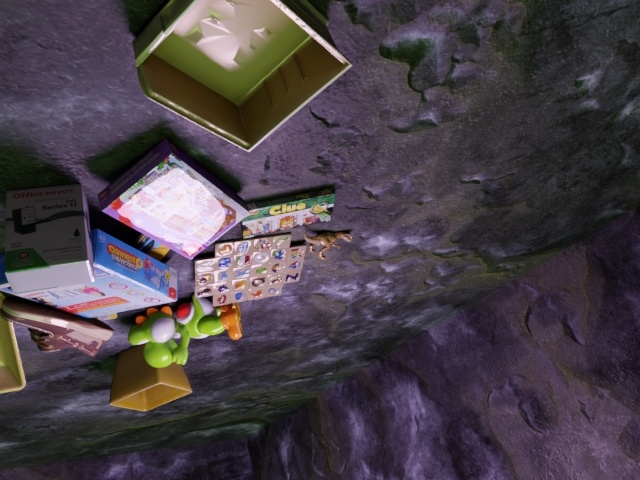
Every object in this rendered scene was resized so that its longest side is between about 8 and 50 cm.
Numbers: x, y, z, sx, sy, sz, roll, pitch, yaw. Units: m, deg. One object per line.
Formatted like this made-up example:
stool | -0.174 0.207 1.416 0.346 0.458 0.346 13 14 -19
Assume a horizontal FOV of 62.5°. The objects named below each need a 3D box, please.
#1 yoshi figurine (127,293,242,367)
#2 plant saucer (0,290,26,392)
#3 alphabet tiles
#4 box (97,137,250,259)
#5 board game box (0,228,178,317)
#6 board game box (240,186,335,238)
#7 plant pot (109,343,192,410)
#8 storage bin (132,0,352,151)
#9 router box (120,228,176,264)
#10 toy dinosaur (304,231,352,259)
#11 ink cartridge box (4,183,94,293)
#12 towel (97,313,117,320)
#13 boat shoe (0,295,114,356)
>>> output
yoshi figurine | -0.440 0.313 1.746 0.361 0.203 0.204 -12 157 -6
plant saucer | -0.968 0.268 1.360 0.332 0.081 0.333 -6 121 -23
alphabet tiles | -0.215 0.093 1.623 0.342 0.011 0.285 -8 138 -20
box | -0.326 -0.083 1.216 0.200 0.057 0.293 -37 145 9
board game box | -0.571 0.096 1.319 0.307 0.086 0.302 -12 154 18
board game box | -0.090 -0.075 1.448 0.259 0.030 0.136 -13 148 -12
plant pot | -0.627 0.487 1.930 0.212 0.187 0.212 -23 151 9
storage bin | -0.135 -0.318 0.903 0.262 0.123 0.260 -34 148 25
router box | -0.435 0.009 1.366 0.133 0.046 0.179 14 137 -45
toy dinosaur | 0.000 0.000 1.617 0.211 0.064 0.112 -6 132 -41
ink cartridge box | -0.561 -0.009 1.094 0.152 0.209 0.087 -9 147 -19
towel | -0.666 0.227 1.642 0.060 0.010 0.083 -6 149 -22
boat shoe | -0.714 0.248 1.419 0.123 0.123 0.342 -59 152 -7
